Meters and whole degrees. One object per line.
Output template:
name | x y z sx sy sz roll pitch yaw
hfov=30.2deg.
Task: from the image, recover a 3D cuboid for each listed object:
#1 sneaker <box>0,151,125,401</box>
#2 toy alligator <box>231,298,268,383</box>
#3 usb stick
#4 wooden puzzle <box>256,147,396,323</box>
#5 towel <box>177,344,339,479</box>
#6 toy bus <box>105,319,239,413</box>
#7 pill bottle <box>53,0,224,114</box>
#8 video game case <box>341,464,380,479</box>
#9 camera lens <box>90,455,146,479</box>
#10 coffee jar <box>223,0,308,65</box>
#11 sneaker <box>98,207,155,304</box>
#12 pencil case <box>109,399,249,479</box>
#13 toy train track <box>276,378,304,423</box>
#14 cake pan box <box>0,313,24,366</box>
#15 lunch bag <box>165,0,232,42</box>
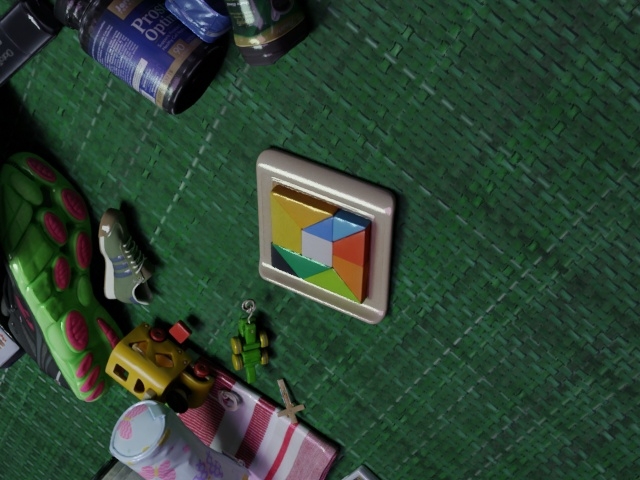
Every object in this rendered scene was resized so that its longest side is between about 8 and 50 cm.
sneaker | -0.486 0.074 2.038 0.202 0.185 0.482 11 126 30
toy alligator | -0.119 0.152 1.932 0.051 0.056 0.189 -120 23 -47
usb stick | -0.494 -0.295 1.847 0.077 0.045 0.278 47 137 -16
wooden puzzle | 0.000 0.000 1.726 0.221 0.044 0.238 22 133 21
towel | -0.137 0.347 2.109 0.329 0.037 0.237 33 135 10
toy bus | -0.271 0.240 2.034 0.202 0.104 0.191 -4 116 39
pill bottle | -0.251 -0.280 1.626 0.219 0.123 0.123 36 137 6
video game case | 0.097 0.488 2.064 0.190 0.022 0.173 43 138 0
camera lens | -0.330 0.548 2.273 0.274 0.219 0.219 39 137 4
coffee jar | -0.081 -0.316 1.494 0.079 0.096 0.184 2 124 38
sneaker | -0.313 0.032 1.970 0.086 0.064 0.192 17 132 14
pencil case | -0.236 0.377 2.030 0.124 0.113 0.273 -30 135 15
toy train track | -0.056 0.269 2.000 0.048 0.014 0.083 -18 108 0
cake pan box | -0.652 0.122 2.190 0.267 0.070 0.246 49 167 -4
lunch bag | -0.157 -0.315 1.570 0.098 0.067 0.065 42 137 2
